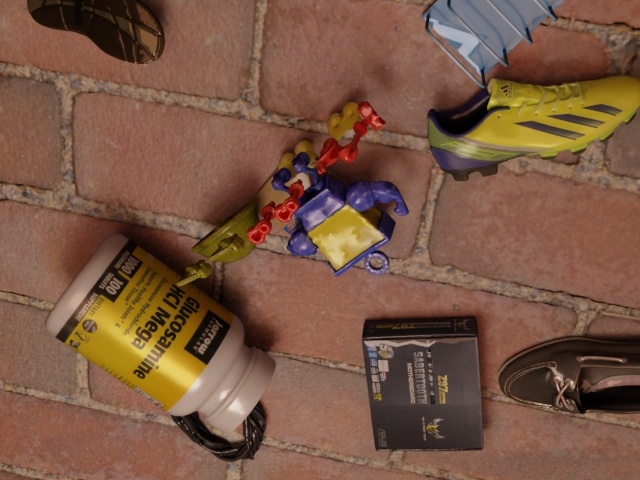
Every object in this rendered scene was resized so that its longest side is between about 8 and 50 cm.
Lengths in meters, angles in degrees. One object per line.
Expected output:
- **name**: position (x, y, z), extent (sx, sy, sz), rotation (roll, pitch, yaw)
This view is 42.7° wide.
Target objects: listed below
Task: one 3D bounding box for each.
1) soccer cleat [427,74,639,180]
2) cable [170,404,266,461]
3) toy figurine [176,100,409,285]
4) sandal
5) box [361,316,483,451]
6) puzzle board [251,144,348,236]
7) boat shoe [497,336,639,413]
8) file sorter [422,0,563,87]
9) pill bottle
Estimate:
- **soccer cleat**: position (0.281, -0.171, 1.093), extent (0.289, 0.093, 0.121), rotation (-17, 118, 18)
- **cable**: position (-0.169, 0.315, 1.448), extent (0.150, 0.047, 0.184), rotation (-34, 104, 18)
- **toy figurine**: position (0.000, 0.000, 1.170), extent (0.362, 0.191, 0.217), rotation (-37, 112, 25)
- **sandal**: position (-0.308, -0.311, 1.144), extent (0.219, 0.060, 0.090), rotation (18, 113, 16)
- **box**: position (0.170, 0.238, 1.339), extent (0.183, 0.059, 0.233), rotation (-3, 117, 9)
- **puzzle board**: position (-0.034, -0.071, 1.244), extent (0.096, 0.011, 0.128), rotation (37, 117, -11)
- **boat shoe**: position (0.444, 0.215, 1.263), extent (0.335, 0.095, 0.112), rotation (-7, 115, 13)
- **file sorter**: position (0.227, -0.295, 1.035), extent (0.118, 0.104, 0.170), rotation (42, 116, -12)
- **pill bottle**: position (-0.244, 0.154, 1.291), extent (0.334, 0.188, 0.188), rotation (36, 116, -10)
